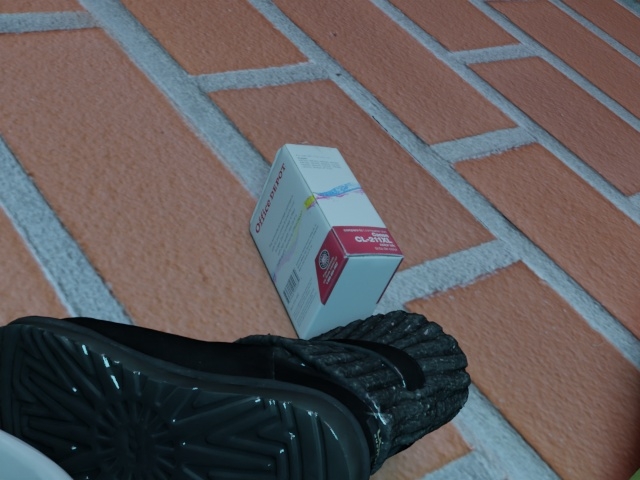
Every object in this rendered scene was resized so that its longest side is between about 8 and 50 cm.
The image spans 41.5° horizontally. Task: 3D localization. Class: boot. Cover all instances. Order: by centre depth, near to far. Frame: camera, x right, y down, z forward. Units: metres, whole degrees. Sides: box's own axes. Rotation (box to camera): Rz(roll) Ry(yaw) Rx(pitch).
[{"bbox_3d":[-0.072,0.122,0.695,0.347,0.131,0.260,12,14,22],"label":"boot"}]

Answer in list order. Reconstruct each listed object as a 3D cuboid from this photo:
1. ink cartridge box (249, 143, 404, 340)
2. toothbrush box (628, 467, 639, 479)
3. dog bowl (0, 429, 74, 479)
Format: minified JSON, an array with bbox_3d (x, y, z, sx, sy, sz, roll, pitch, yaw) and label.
[{"bbox_3d":[0.000,0.000,0.891,0.072,0.127,0.175,0,43,-30],"label":"ink cartridge box"},{"bbox_3d":[0.335,0.242,0.652,0.122,0.283,0.206,24,37,-1],"label":"toothbrush box"},{"bbox_3d":[-0.268,0.189,0.428,0.348,0.102,0.349,17,11,-3],"label":"dog bowl"}]
